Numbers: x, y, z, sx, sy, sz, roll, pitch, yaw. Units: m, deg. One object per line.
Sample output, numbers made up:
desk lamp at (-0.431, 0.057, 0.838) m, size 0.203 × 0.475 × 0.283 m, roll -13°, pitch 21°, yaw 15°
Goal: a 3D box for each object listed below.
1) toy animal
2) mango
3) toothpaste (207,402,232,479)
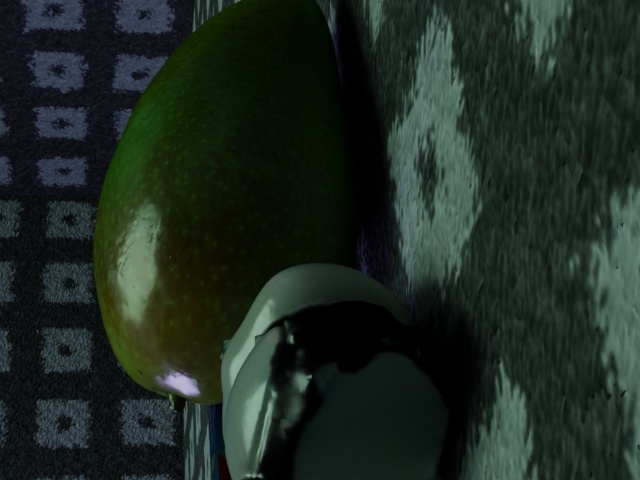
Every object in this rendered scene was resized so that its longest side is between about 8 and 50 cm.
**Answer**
toy animal at (0.000, 0.100, 0.646) m, size 0.179 × 0.138 × 0.166 m, roll -127°, pitch 54°, yaw -66°
mango at (-0.065, -0.052, 0.873) m, size 0.225 × 0.201 × 0.382 m, roll 119°, pitch 166°, yaw -59°
toothpaste at (-0.091, 0.302, 1.309) m, size 0.066 × 0.076 × 0.320 m, roll 107°, pitch 161°, yaw -47°
